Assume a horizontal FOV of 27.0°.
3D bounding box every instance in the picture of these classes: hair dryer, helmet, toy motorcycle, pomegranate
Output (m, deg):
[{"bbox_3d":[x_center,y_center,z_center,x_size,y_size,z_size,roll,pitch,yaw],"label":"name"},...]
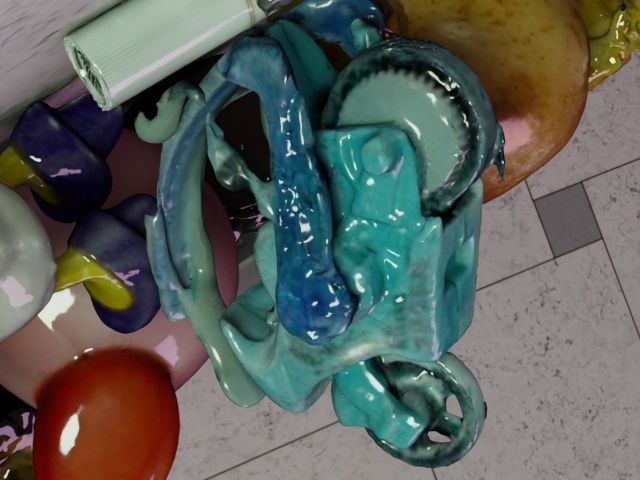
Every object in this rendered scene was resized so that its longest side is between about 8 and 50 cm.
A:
[{"bbox_3d":[-0.073,-0.115,0.717,0.155,0.044,0.183,-32,-172,-18],"label":"hair dryer"},{"bbox_3d":[-0.100,-0.073,1.230,0.305,0.177,0.225,-23,173,-30],"label":"helmet"},{"bbox_3d":[0.000,0.000,0.740,0.206,0.260,0.154,12,-150,23],"label":"toy motorcycle"},{"bbox_3d":[0.065,-0.113,0.850,0.215,0.215,0.215,-32,-175,3],"label":"pomegranate"}]

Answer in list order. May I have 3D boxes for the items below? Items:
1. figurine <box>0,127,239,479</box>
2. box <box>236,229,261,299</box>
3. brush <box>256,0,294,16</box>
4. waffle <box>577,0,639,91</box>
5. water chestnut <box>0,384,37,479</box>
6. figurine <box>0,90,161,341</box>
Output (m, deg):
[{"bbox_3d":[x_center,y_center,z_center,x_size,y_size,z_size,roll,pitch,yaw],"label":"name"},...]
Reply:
[{"bbox_3d":[-0.164,0.028,0.975,0.211,0.269,0.261,-37,-166,6],"label":"figurine"},{"bbox_3d":[-0.173,-0.010,1.393,0.129,0.225,0.086,-35,155,-23],"label":"box"},{"bbox_3d":[0.096,-0.207,0.610,0.323,0.051,0.070,-35,-168,3],"label":"brush"},{"bbox_3d":[0.170,-0.201,0.975,0.249,0.253,0.056,-20,148,31],"label":"waffle"},{"bbox_3d":[-0.366,0.135,1.367,0.335,0.335,0.347,-35,-142,-29],"label":"water chestnut"},{"bbox_3d":[-0.244,0.061,0.710,0.421,0.154,0.193,-37,-178,-29],"label":"figurine"}]
